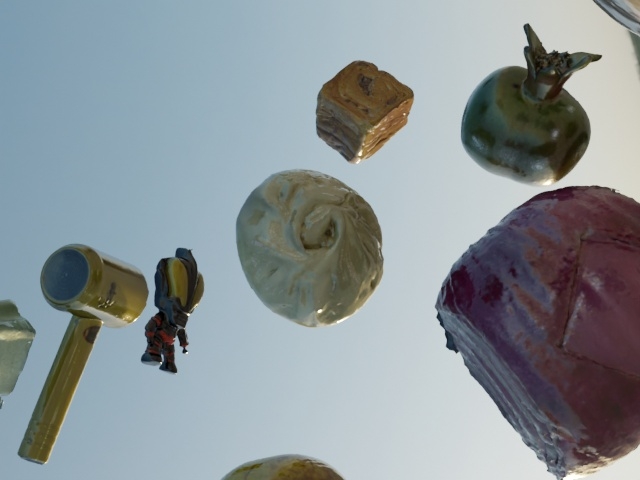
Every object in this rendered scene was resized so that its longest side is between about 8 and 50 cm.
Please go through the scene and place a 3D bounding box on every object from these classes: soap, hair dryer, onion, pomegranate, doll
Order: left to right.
[{"bbox_3d":[-0.428,0.133,1.000,0.063,0.114,0.198,35,-159,26],"label":"soap"},{"bbox_3d":[-0.322,0.146,1.131,0.135,0.090,0.278,41,-112,-69],"label":"hair dryer"},{"bbox_3d":[-0.279,0.129,1.714,0.127,0.088,0.248,90,-170,-65],"label":"doll"},{"bbox_3d":[0.243,-0.155,1.024,0.131,0.152,0.191,-55,-20,-40],"label":"pomegranate"},{"bbox_3d":[0.237,0.071,0.825,0.250,0.247,0.111,53,-166,19],"label":"onion"}]

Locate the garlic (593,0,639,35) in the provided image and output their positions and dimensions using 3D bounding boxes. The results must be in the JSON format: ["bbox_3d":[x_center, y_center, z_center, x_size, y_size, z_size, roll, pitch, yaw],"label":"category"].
[{"bbox_3d":[0.238,-0.241,0.480,0.317,0.259,0.317,22,-90,-76],"label":"garlic"}]

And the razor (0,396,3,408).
[{"bbox_3d":[-0.530,0.287,1.340,0.135,0.068,0.040,-95,22,-56],"label":"razor"}]

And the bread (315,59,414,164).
[{"bbox_3d":[0.080,-0.255,1.756,0.149,0.158,0.143,44,160,20],"label":"bread"}]

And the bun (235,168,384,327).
[{"bbox_3d":[0.000,0.000,0.972,0.183,0.102,0.183,6,-106,-23],"label":"bun"}]

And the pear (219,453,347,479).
[{"bbox_3d":[-0.064,0.472,1.385,0.281,0.281,0.280,49,-148,-46],"label":"pear"}]
